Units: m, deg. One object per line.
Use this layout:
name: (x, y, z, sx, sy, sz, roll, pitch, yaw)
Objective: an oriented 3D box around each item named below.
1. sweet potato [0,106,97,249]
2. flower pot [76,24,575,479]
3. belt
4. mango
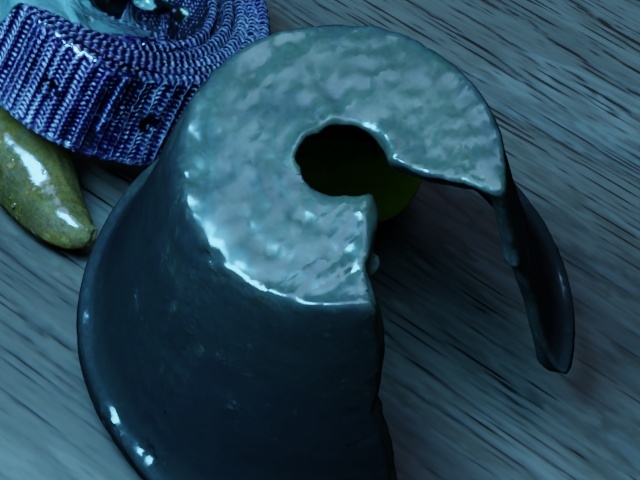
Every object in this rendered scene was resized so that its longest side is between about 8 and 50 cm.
sweet potato: (-0.277, -0.094, 1.546, 0.292, 0.097, 0.097, 34, 51, 21)
flower pot: (0.000, 0.000, 1.340, 0.379, 0.251, 0.379, 0, 62, 0)
belt: (-0.175, -0.183, 1.582, 0.260, 0.122, 0.325, 23, 31, -11)
mango: (0.005, -0.070, 1.569, 0.163, 0.089, 0.117, 13, 52, 4)
